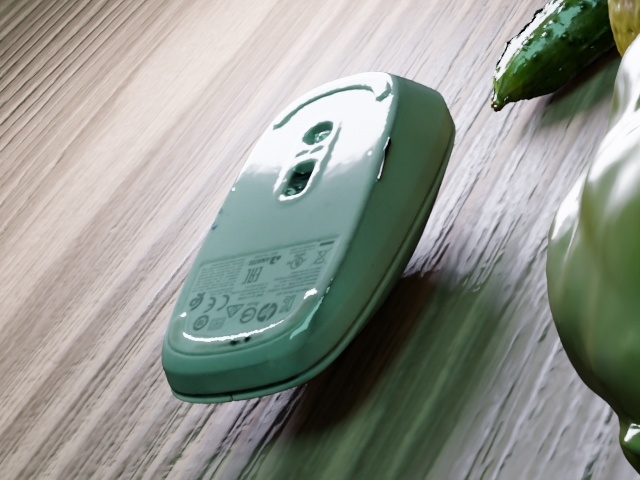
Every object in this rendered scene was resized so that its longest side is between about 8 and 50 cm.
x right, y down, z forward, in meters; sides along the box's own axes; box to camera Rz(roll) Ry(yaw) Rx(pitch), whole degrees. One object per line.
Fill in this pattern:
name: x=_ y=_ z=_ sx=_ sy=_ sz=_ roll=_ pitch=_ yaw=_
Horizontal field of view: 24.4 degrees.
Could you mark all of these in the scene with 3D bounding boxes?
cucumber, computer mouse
cucumber: x=0.210 y=-0.175 z=1.118 sx=0.227 sy=0.069 sz=0.069 roll=-41 pitch=26 yaw=-10
computer mouse: x=0.004 y=0.003 z=0.996 sx=0.159 sy=0.097 sz=0.288 roll=-10 pitch=44 yaw=37

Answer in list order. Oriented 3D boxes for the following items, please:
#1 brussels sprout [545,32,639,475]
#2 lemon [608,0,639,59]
brussels sprout: x=0.230 y=-0.005 z=0.594 sx=0.273 sy=0.243 sz=0.316 roll=-53 pitch=17 yaw=17
lemon: x=0.270 y=-0.147 z=0.799 sx=0.253 sy=0.228 sz=0.228 roll=-1 pitch=39 yaw=48
